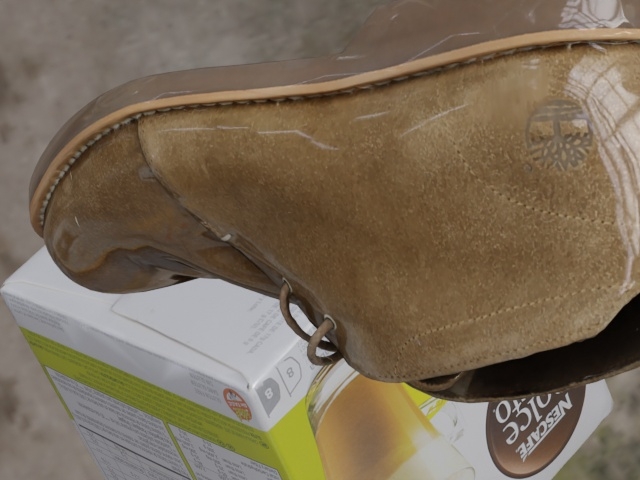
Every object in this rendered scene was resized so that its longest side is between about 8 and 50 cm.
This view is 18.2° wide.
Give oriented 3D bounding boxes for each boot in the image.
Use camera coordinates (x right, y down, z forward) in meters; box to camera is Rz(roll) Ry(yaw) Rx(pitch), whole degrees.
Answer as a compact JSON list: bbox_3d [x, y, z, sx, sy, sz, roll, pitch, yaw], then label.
[{"bbox_3d":[0.000,0.000,0.661,0.305,0.112,0.115,-13,76,48],"label":"boot"}]

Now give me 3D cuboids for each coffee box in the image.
[{"bbox_3d":[-0.004,0.098,1.751,0.338,0.337,0.334,17,141,45],"label":"coffee box"}]
